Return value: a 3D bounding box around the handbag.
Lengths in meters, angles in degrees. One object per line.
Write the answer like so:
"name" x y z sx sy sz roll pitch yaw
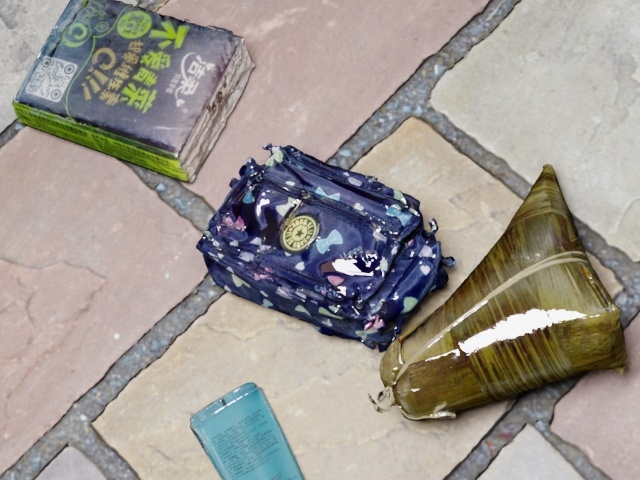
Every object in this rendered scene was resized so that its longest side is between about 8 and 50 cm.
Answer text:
"handbag" 0.000 0.000 1.196 0.260 0.113 0.162 24 67 28

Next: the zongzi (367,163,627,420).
"zongzi" 0.153 0.054 1.157 0.247 0.111 0.241 -21 46 9

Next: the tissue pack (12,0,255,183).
"tissue pack" -0.216 -0.181 1.342 0.235 0.073 0.173 19 72 19

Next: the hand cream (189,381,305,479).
"hand cream" -0.051 0.244 1.143 0.083 0.048 0.224 -31 58 -3
